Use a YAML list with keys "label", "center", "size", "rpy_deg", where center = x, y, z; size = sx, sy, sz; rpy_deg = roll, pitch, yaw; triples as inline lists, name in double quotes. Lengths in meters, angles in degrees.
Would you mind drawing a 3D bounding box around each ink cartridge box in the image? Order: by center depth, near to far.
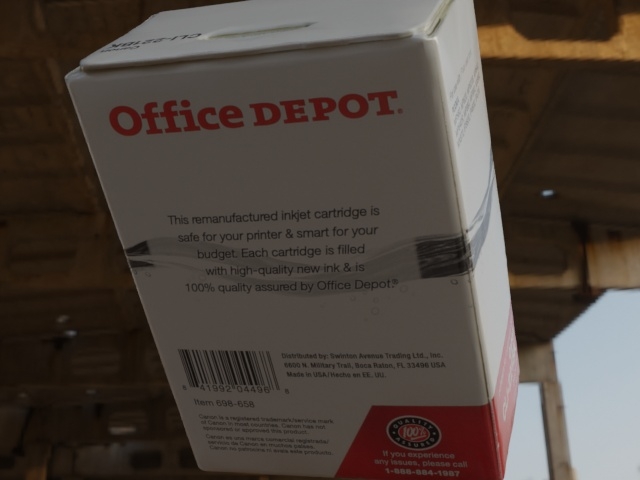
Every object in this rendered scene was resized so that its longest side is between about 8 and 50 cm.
- label: "ink cartridge box"
  center: [0.000, 0.000, 0.550]
  size: [0.197, 0.114, 0.273]
  rpy_deg: [-2, -60, 20]
